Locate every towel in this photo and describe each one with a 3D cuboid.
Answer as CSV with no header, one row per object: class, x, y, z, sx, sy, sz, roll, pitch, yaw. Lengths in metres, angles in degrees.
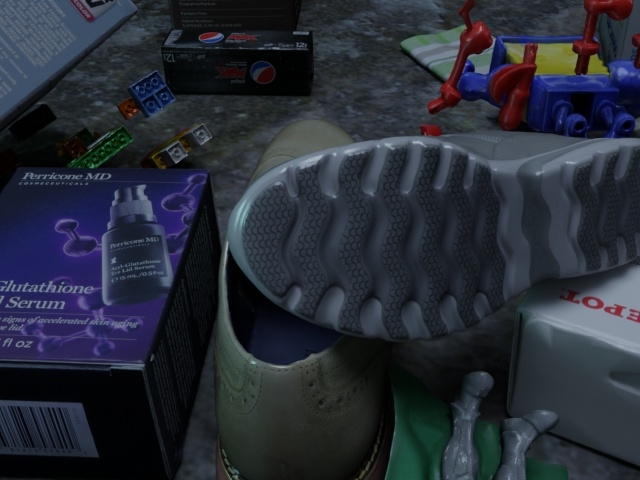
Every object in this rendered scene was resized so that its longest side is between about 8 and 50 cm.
towel,0.179,-0.223,0.948,0.113,0.023,0.152,-17,40,-20

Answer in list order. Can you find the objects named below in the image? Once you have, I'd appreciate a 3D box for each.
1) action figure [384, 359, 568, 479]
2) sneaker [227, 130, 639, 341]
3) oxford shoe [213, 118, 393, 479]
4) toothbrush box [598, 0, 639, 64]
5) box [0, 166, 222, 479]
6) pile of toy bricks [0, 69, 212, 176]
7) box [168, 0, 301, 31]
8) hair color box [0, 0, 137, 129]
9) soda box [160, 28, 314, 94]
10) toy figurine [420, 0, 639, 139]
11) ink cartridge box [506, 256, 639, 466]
action figure,0.078,0.176,0.384,0.137,0.063,0.232,29,45,-12
sneaker,0.071,-0.011,0.462,0.281,0.105,0.115,-5,13,-30
oxford shoe,0.000,0.000,0.559,0.140,0.146,0.397,-2,37,-1
toothbrush box,0.479,-0.254,0.898,0.283,0.122,0.206,5,38,11
box,-0.159,0.047,0.538,0.153,0.108,0.207,0,38,3
pile of toy bricks,-0.216,-0.071,0.716,0.212,0.118,0.105,-42,18,-29
box,-0.113,-0.397,1.039,0.167,0.203,0.168,1,38,3
hair color box,-0.331,-0.100,0.630,0.185,0.113,0.374,-20,27,44
soda box,-0.093,-0.205,0.904,0.169,0.060,0.053,2,39,4
toy figurine,0.262,-0.171,0.754,0.362,0.191,0.217,-3,32,-4
ink cartridge box,0.248,0.041,0.535,0.172,0.100,0.237,18,41,26
